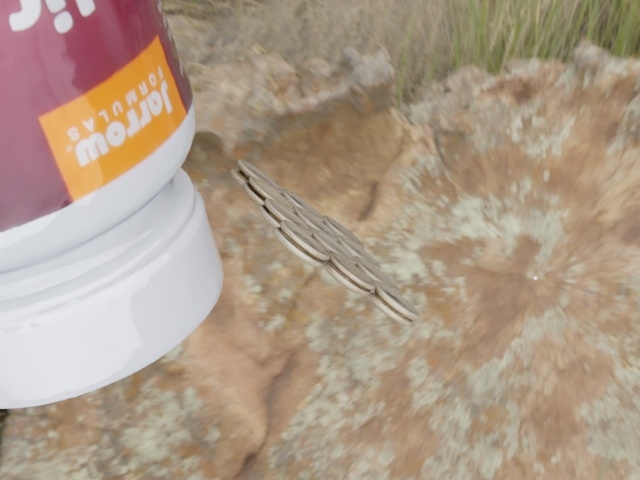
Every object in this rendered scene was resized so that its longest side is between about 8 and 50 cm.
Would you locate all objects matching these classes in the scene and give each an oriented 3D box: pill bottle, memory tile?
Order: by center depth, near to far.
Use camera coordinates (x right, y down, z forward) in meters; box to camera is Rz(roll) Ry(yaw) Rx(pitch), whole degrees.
[{"bbox_3d":[-0.199,-0.117,0.791,0.224,0.224,0.392,-14,117,8],"label":"pill bottle"},{"bbox_3d":[0.000,0.000,0.916,0.113,0.148,0.012,33,100,-27],"label":"memory tile"}]
